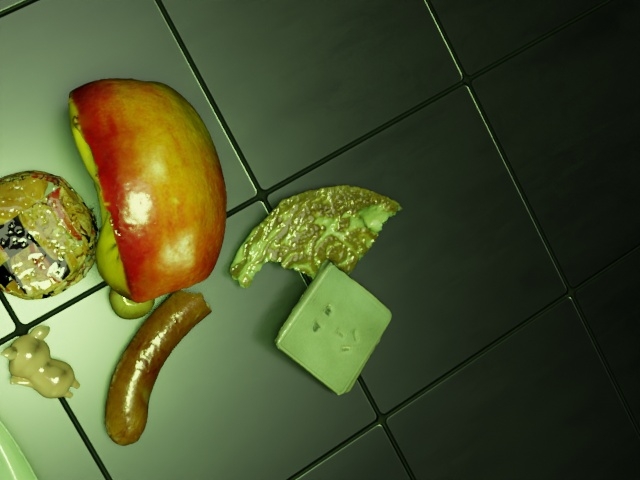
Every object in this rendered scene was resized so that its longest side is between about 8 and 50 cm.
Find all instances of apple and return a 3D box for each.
[{"bbox_3d":[-0.333,0.102,1.781,0.084,0.071,0.084,0,89,-20],"label":"apple"}]

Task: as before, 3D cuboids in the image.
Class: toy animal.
[{"bbox_3d":[-0.478,0.215,1.723,0.089,0.083,0.150,-32,115,25],"label":"toy animal"}]

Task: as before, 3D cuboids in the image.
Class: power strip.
[{"bbox_3d":[0.018,0.162,1.904,0.213,0.064,0.198,43,74,-34],"label":"power strip"}]

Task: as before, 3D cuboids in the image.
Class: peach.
[{"bbox_3d":[-0.280,-0.089,1.691,0.242,0.306,0.381,-9,87,-12],"label":"peach"}]

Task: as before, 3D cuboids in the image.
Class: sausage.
[{"bbox_3d":[-0.303,0.218,1.786,0.102,0.076,0.302,32,79,-15],"label":"sausage"}]

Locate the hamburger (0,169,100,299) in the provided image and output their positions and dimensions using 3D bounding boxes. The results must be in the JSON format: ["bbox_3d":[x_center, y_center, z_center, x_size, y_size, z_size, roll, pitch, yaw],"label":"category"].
[{"bbox_3d":[-0.489,-0.010,1.715,0.230,0.107,0.231,1,85,-12],"label":"hamburger"}]

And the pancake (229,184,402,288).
[{"bbox_3d":[-0.002,-0.001,1.913,0.376,0.054,0.197,-16,98,-18],"label":"pancake"}]

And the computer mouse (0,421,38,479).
[{"bbox_3d":[-0.541,0.423,1.683,0.159,0.097,0.289,-25,89,15],"label":"computer mouse"}]
